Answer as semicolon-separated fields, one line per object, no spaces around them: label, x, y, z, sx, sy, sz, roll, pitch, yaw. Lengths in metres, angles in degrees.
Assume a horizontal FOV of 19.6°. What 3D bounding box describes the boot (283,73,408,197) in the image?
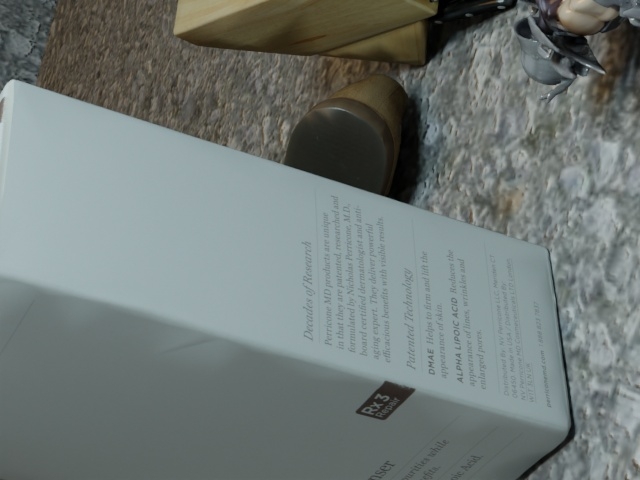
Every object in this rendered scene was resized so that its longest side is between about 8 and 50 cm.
boot;0.000;0.000;1.498;0.305;0.112;0.115;-65;-7;34

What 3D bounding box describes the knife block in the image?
knife block;0.016;-0.219;1.377;0.242;0.276;0.088;76;-159;-72

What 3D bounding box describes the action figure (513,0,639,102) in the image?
action figure;0.193;-0.205;1.113;0.285;0.099;0.185;-66;25;24

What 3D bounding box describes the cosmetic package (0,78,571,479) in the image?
cosmetic package;-0.061;0.067;1.171;0.217;0.385;0.156;127;149;-44
